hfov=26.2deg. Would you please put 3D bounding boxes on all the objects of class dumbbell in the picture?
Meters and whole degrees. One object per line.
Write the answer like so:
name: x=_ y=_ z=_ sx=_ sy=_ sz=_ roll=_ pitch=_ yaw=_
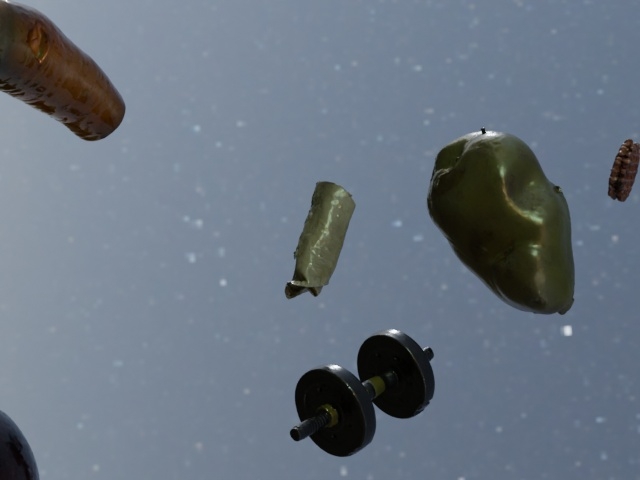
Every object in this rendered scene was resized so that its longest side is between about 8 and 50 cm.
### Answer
dumbbell: x=0.069 y=0.230 z=2.088 sx=0.143 sy=0.325 sz=0.143 roll=20 pitch=-59 yaw=37

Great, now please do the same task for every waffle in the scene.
waffle: x=0.404 y=-0.094 z=1.825 sx=0.083 sy=0.029 sz=0.075 roll=-55 pitch=152 yaw=-37

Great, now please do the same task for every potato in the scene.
potato: x=0.307 y=-0.024 z=2.279 sx=0.351 sy=0.202 sz=0.218 roll=63 pitch=-31 yaw=18

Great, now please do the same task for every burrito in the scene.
burrito: x=0.000 y=0.000 z=2.180 sx=0.087 sy=0.060 sz=0.226 roll=-11 pitch=-132 yaw=41

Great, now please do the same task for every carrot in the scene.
carrot: x=-0.262 y=-0.164 z=1.295 sx=0.087 sy=0.193 sz=0.087 roll=-10 pitch=-111 yaw=27

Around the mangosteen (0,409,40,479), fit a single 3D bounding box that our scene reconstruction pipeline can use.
mangosteen: x=-0.477 y=0.316 z=1.625 sx=0.297 sy=0.297 sz=0.293 roll=-162 pitch=-125 yaw=-68
